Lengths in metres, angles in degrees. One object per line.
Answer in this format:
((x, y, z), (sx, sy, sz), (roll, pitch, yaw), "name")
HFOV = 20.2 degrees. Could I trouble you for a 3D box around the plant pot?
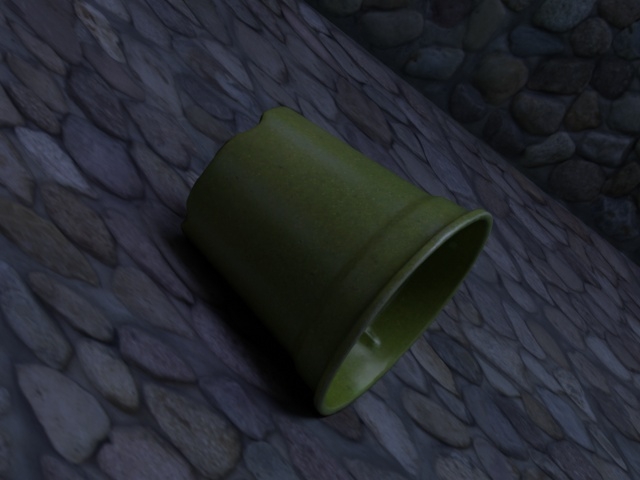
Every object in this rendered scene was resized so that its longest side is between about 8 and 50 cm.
((0.000, 0.000, 1.918), (0.254, 0.276, 0.276), (41, 15, 15), "plant pot")
